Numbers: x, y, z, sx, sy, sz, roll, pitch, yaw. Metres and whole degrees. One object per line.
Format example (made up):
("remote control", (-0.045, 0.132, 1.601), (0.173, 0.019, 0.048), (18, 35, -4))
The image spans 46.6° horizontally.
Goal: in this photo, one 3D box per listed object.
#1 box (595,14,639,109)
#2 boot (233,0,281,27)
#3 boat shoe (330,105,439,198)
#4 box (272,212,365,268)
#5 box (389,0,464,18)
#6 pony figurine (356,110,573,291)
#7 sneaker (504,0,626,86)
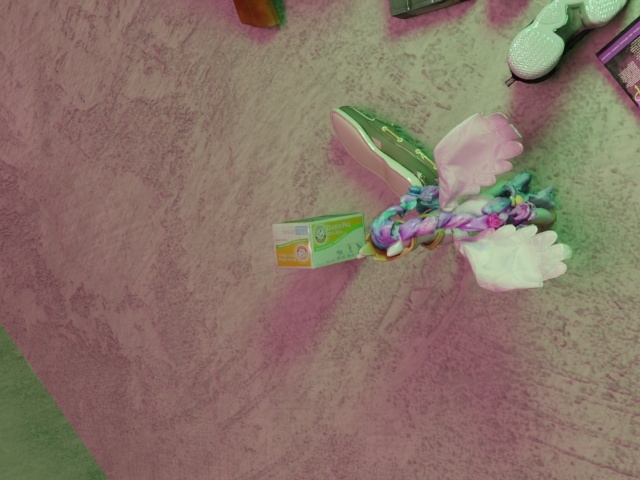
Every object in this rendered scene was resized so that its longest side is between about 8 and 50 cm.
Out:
("box", (0.571, -0.300, 1.283), (0.116, 0.029, 0.162), (-43, 69, 37))
("boot", (-0.220, -0.660, 1.794), (0.264, 0.096, 0.280), (21, 148, 38))
("boat shoe", (0.140, -0.200, 1.618), (0.305, 0.091, 0.109), (46, 160, 27))
("box", (0.000, 0.000, 1.691), (0.114, 0.203, 0.103), (-1, 97, 40))
("box", (0.217, -0.588, 1.511), (0.183, 0.056, 0.231), (-5, 93, 41))
("pony figurine", (0.280, -0.042, 1.347), (0.351, 0.363, 0.303), (-23, 82, 40))
("sneaker", (0.432, -0.381, 1.338), (0.268, 0.153, 0.101), (-42, 85, -1))
